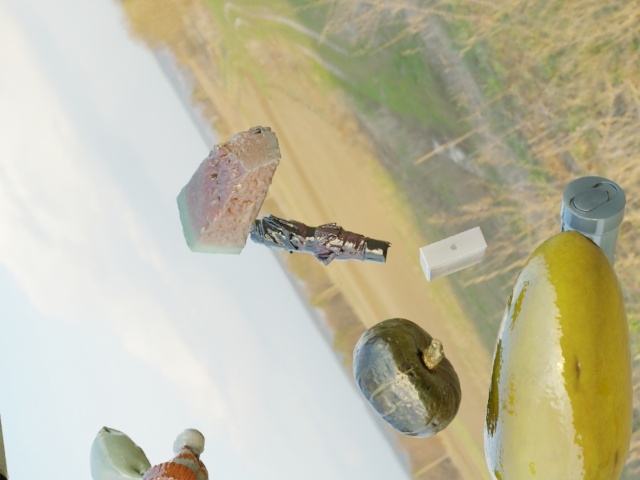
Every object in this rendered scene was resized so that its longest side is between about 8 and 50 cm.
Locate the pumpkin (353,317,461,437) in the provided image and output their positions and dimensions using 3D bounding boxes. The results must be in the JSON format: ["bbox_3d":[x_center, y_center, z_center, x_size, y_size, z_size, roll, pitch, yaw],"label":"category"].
[{"bbox_3d":[0.160,0.228,1.590,0.219,0.162,0.219,37,-156,-20],"label":"pumpkin"}]

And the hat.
[{"bbox_3d":[-0.213,0.356,1.399,0.162,0.112,0.093,-65,-37,-69],"label":"hat"}]

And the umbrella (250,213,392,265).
[{"bbox_3d":[0.000,0.000,2.073,0.094,0.326,0.090,-67,-14,-71],"label":"umbrella"}]

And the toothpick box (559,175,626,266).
[{"bbox_3d":[0.445,-0.019,1.498,0.101,0.101,0.153,56,164,40],"label":"toothpick box"}]

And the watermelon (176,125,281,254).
[{"bbox_3d":[-0.159,-0.115,1.690,0.256,0.140,0.192,-46,48,45],"label":"watermelon"}]

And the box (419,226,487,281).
[{"bbox_3d":[0.277,0.030,1.888,0.130,0.129,0.051,65,-176,-75],"label":"box"}]

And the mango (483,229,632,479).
[{"bbox_3d":[0.371,0.205,1.374,0.301,0.221,0.444,-18,-64,-63],"label":"mango"}]

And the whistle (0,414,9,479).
[{"bbox_3d":[-0.586,0.389,1.441,0.289,0.164,0.163,61,180,43],"label":"whistle"}]

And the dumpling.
[{"bbox_3d":[-0.373,0.444,1.707,0.217,0.105,0.149,20,132,52],"label":"dumpling"}]
